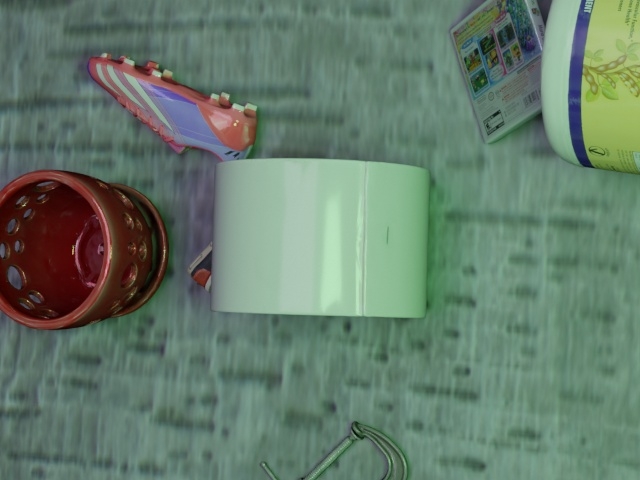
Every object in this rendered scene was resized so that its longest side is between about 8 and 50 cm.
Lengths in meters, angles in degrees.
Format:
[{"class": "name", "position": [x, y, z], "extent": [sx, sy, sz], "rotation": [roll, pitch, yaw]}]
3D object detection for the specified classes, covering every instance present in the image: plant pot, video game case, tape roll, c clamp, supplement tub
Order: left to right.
[{"class": "plant pot", "position": [-0.292, 0.014, 2.045], "extent": [0.191, 0.174, 0.191], "rotation": [-1, 86, 23]}, {"class": "tape roll", "position": [0.000, 0.000, 1.881], "extent": [0.246, 0.246, 0.169], "rotation": [0, 87, 24]}, {"class": "c clamp", "position": [0.021, 0.273, 1.978], "extent": [0.160, 0.022, 0.137], "rotation": [-40, 73, 17]}, {"class": "video game case", "position": [0.207, -0.199, 1.871], "extent": [0.157, 0.019, 0.143], "rotation": [-34, 69, 61]}, {"class": "supplement tub", "position": [0.412, -0.174, 1.709], "extent": [0.331, 0.241, 0.241], "rotation": [9, 91, 24]}]

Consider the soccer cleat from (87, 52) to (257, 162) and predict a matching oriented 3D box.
[{"class": "soccer cleat", "position": [-0.190, -0.159, 2.064], "extent": [0.248, 0.083, 0.095], "rotation": [22, 101, 20]}]

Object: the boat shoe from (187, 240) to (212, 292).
[{"class": "boat shoe", "position": [-0.113, -0.001, 2.039], "extent": [0.043, 0.049, 0.137], "rotation": [40, 108, 22]}]
